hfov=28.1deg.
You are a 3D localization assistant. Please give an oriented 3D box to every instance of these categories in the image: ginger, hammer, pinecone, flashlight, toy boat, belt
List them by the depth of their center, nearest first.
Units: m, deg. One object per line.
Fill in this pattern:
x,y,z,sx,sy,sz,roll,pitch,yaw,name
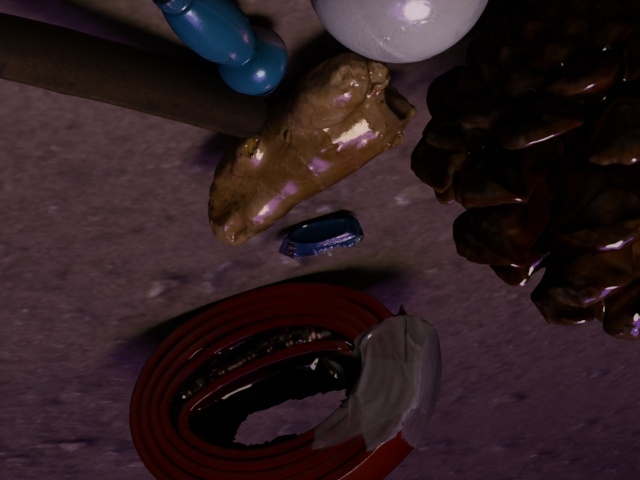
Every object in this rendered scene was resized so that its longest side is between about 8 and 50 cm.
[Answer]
-0.178,-0.108,0.755,0.044,0.168,0.440,-24,163,30,hammer
-0.066,-0.135,0.839,0.051,0.051,0.129,-23,155,21,flashlight
0.193,-0.054,0.901,0.244,0.244,0.309,-21,125,17,pinecone
-0.005,-0.076,0.973,0.205,0.081,0.115,-39,177,41,ginger
0.000,0.000,1.190,0.083,0.038,0.038,-14,157,10,toy boat
-0.028,0.167,1.311,0.324,0.227,0.115,-16,158,11,belt

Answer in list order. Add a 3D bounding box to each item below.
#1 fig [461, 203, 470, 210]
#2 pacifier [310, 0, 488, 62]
0.158,-0.061,1.079,0.154,0.109,0.103,9,180,19,fig
0.032,-0.186,0.576,0.238,0.226,0.287,3,157,9,pacifier
